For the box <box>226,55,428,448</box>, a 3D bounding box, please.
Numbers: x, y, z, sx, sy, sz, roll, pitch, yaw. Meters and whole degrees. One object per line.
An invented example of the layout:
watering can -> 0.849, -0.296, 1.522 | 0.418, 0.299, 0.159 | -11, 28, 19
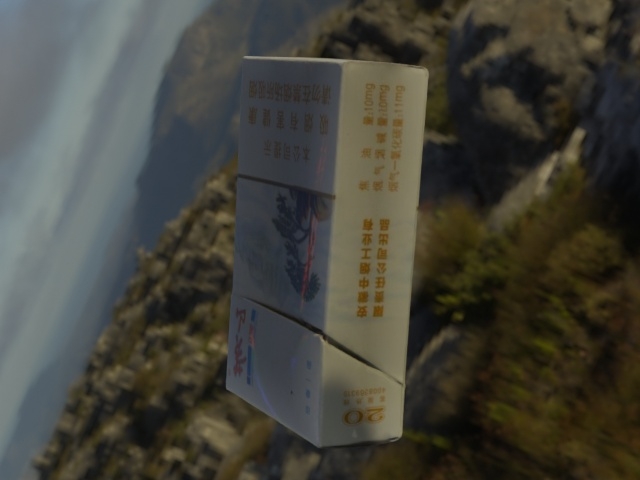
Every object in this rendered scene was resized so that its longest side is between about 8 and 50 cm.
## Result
box -> 0.000, 0.001, 0.919 | 0.149, 0.067, 0.233 | -162, 74, -65
